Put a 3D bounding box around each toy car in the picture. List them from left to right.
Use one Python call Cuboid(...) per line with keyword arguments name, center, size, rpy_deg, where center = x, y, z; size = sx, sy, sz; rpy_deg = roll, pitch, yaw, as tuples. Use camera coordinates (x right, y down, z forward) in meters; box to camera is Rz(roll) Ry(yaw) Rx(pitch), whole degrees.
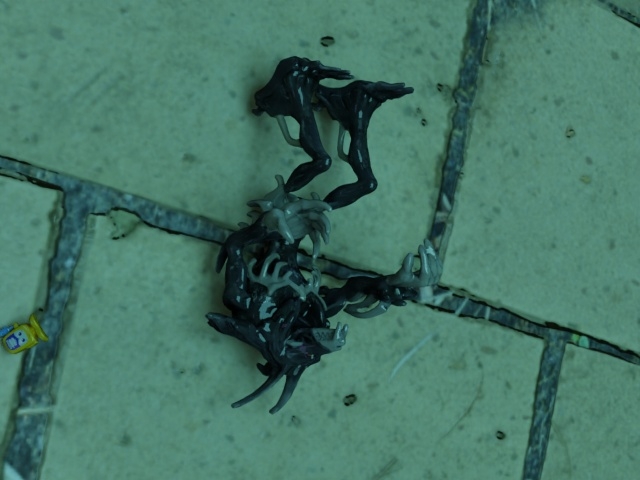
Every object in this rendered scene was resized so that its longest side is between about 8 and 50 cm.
Cuboid(name="toy car", center=(-0.243, 0.036, 0.957), size=(0.041, 0.060, 0.122), rpy_deg=(-31, 101, 3))

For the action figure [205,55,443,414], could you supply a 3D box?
Cuboid(name="action figure", center=(0.000, 0.000, 1.071), size=(0.164, 0.141, 0.275), rpy_deg=(15, 79, -44))
